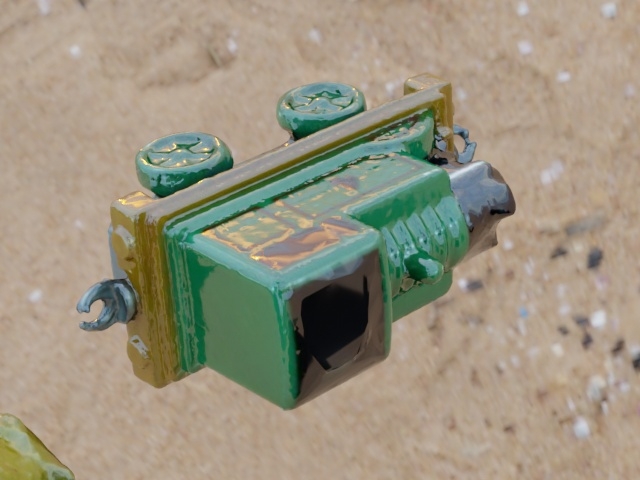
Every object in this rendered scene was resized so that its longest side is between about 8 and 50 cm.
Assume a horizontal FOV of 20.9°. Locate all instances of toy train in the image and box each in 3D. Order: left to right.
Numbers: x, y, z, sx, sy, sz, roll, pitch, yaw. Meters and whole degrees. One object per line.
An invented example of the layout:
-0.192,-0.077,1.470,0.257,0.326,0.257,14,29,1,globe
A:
0.000,0.000,0.767,0.228,0.091,0.136,-23,34,-32,toy train

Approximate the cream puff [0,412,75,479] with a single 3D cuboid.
-0.113,0.100,0.466,0.146,0.116,0.146,10,109,32,cream puff
